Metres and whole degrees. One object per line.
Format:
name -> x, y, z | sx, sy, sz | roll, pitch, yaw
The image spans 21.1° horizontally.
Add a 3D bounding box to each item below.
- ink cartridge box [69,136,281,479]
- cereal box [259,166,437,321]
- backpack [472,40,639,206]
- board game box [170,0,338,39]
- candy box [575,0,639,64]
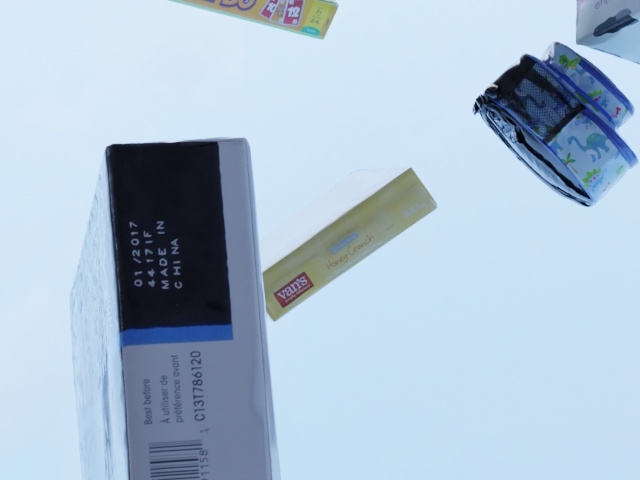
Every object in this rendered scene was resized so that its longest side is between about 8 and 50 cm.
ink cartridge box -> -0.077, 0.078, 0.799 | 0.065, 0.332, 0.165 | -4, -105, -11
cereal box -> 0.000, 0.000, 1.530 | 0.173, 0.047, 0.240 | -35, -172, -6
backpack -> 0.176, -0.085, 1.226 | 0.084, 0.105, 0.114 | -44, -92, 3
board game box -> -0.090, -0.225, 1.201 | 0.039, 0.124, 0.259 | -65, -145, 22
candy box -> 0.322, -0.167, 1.233 | 0.159, 0.233, 0.071 | -24, -121, 55
